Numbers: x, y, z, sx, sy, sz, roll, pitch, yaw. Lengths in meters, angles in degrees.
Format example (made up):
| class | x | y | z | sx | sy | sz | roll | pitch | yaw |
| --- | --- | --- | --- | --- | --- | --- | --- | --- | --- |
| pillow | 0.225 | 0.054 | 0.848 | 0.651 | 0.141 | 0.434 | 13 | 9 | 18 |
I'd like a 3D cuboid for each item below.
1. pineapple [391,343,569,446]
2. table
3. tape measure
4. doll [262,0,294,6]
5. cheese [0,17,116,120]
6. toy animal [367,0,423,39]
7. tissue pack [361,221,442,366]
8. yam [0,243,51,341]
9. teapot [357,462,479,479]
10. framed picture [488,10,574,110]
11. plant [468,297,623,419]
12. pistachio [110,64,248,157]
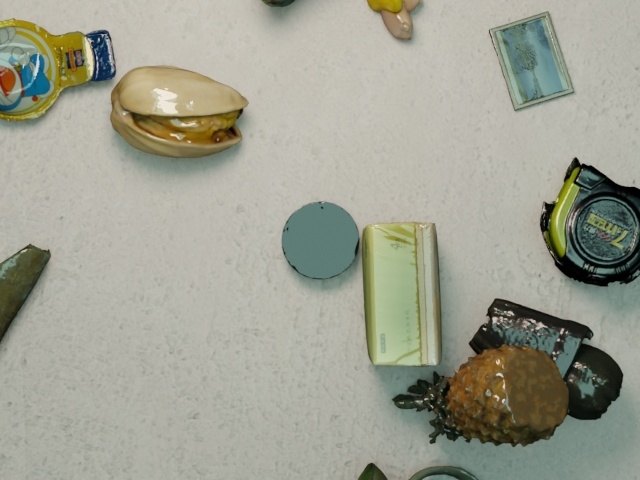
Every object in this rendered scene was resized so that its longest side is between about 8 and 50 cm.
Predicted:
| class | x | y | z | sx | sy | sz | roll | pitch | yaw |
| --- | --- | --- | --- | --- | --- | --- | --- | --- | --- |
| pineapple | 0.237 | 0.259 | 1.817 | 0.169 | 0.340 | 0.169 | 9 | 72 | -29 |
| table | 0.000 | 0.000 | 1.945 | 0.133 | 0.043 | 0.133 | 0 | 88 | -1 |
| tape measure | 0.461 | -0.017 | 1.914 | 0.199 | 0.112 | 0.186 | 27 | 81 | 6 |
| doll | -0.097 | -0.533 | 1.904 | 0.177 | 0.161 | 0.261 | -43 | 90 | 20 |
| cheese | -0.483 | -0.296 | 1.942 | 0.270 | 0.069 | 0.177 | -10 | 88 | 0 |
| toy animal | 0.138 | -0.404 | 1.940 | 0.082 | 0.091 | 0.114 | -35 | 87 | -15 |
| tissue pack | 0.133 | 0.087 | 1.884 | 0.125 | 0.159 | 0.234 | -2 | 88 | 0 |
| yam | -0.554 | 0.111 | 1.914 | 0.106 | 0.106 | 0.259 | 29 | 88 | 1 |
| teapot | 0.200 | 0.501 | 1.870 | 0.337 | 0.200 | 0.270 | 25 | 55 | -1 |
| framed picture | 0.364 | -0.310 | 1.971 | 0.109 | 0.011 | 0.149 | -18 | 88 | 0 |
| plant | 0.375 | 0.198 | 1.893 | 0.256 | 0.142 | 0.164 | 33 | 88 | 12 |
| pistachio | -0.238 | -0.215 | 1.910 | 0.229 | 0.157 | 0.157 | 8 | 88 | -5 |
